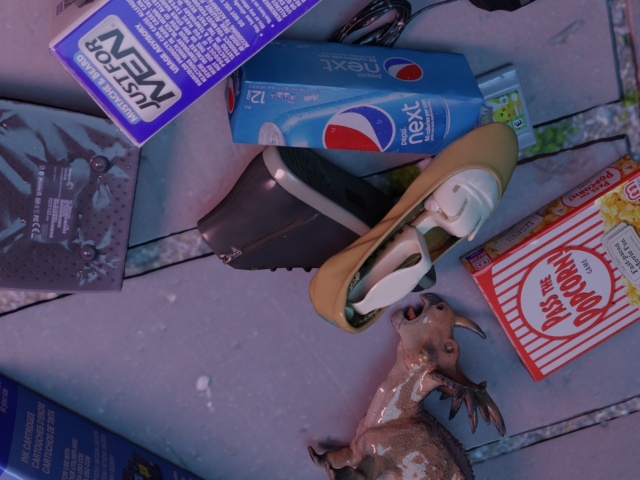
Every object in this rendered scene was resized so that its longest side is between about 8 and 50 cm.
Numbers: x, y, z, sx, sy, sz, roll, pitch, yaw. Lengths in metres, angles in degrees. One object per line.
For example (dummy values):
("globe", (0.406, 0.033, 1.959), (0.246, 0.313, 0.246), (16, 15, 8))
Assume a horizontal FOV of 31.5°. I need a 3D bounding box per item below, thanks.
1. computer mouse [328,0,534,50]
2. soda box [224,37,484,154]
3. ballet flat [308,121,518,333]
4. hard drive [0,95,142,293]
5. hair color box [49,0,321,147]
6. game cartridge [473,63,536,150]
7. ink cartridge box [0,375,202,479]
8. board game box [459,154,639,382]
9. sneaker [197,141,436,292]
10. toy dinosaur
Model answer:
("computer mouse", (0.114, -0.218, 0.994), (0.242, 0.041, 0.071), (-24, 138, 4))
("soda box", (0.027, -0.124, 0.978), (0.210, 0.071, 0.067), (2, 133, -15))
("ballet flat", (0.093, -0.004, 0.966), (0.232, 0.073, 0.080), (-44, 122, 2))
("hard drive", (-0.288, -0.045, 0.970), (0.255, 0.054, 0.172), (6, 110, -14))
("hair color box", (-0.047, -0.236, 0.868), (0.339, 0.185, 0.110), (-36, 116, 5))
("game cartridge", (0.165, -0.117, 1.054), (0.056, 0.017, 0.083), (-21, 114, 2))
("ink cartridge box", (-0.288, 0.304, 1.066), (0.395, 0.151, 0.270), (33, 102, -20))
("board game box", (0.256, 0.029, 1.115), (0.193, 0.045, 0.147), (-33, 114, 3))
("sneaker", (0.000, 0.000, 1.046), (0.222, 0.083, 0.118), (35, 121, -29))
("toy dinosaur", (0.104, 0.223, 1.128), (0.200, 0.127, 0.295), (-23, 120, -9))
